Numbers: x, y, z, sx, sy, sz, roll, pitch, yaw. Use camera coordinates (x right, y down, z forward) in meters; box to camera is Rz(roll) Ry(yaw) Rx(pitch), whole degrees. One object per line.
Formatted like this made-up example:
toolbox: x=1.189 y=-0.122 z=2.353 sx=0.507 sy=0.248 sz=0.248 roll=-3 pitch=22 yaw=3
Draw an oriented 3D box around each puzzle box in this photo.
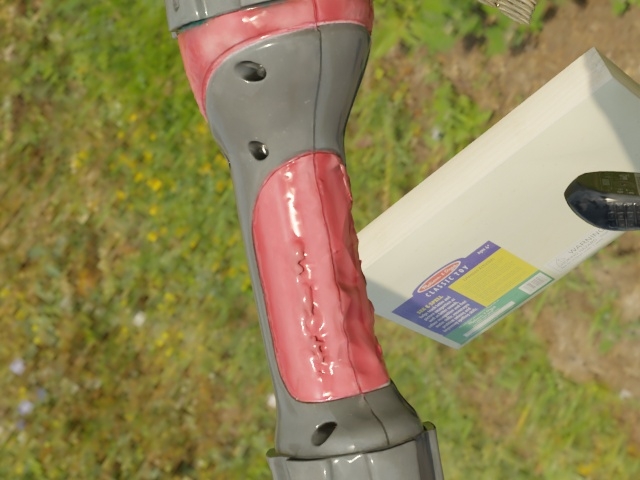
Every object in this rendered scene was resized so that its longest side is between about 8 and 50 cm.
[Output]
puzzle box: x=0.231 y=-0.032 z=1.637 sx=0.409 sy=0.052 sz=0.272 roll=-38 pitch=142 yaw=22

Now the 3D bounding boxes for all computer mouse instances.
computer mouse: x=0.333 y=-0.024 z=1.220 sx=0.242 sy=0.071 sz=0.041 roll=6 pitch=112 yaw=9

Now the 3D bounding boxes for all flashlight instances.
flashlight: x=0.000 y=0.000 z=0.651 sx=0.103 sy=0.103 sz=0.304 roll=-11 pitch=90 yaw=24

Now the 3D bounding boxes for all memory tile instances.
memory tile: x=0.156 y=-0.244 z=1.345 sx=0.113 sy=0.012 sz=0.148 roll=29 pitch=-176 yaw=4
